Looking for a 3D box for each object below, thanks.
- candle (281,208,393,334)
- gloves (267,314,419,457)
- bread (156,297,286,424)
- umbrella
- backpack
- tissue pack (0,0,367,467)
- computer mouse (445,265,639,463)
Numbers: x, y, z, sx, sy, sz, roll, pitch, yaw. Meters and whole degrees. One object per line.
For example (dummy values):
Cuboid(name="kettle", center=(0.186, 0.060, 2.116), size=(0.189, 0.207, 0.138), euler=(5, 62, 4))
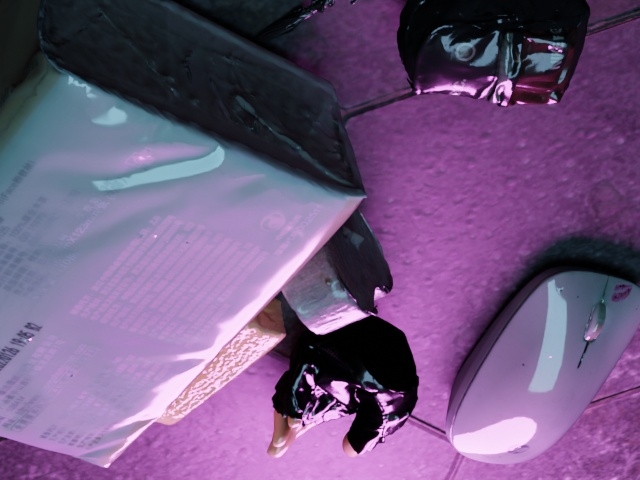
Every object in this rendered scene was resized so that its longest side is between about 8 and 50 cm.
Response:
Cuboid(name="candle", center=(0.000, 0.000, 1.533), size=(0.068, 0.192, 0.168), euler=(-28, 91, 15))
Cuboid(name="gloves", center=(0.011, 0.168, 1.725), size=(0.164, 0.124, 0.203), euler=(44, 137, -19))
Cuboid(name="bread", center=(-0.144, 0.108, 1.654), size=(0.125, 0.068, 0.188), euler=(30, 122, -37))
Cuboid(name="umbrella", center=(-0.018, -0.198, 1.411), size=(0.122, 0.022, 0.013), euler=(-21, 163, 22))
Cuboid(name="backpack", center=(0.153, -0.174, 1.413), size=(0.165, 0.106, 0.120), euler=(-10, 141, -9))
Cuboid(name="tissue pack", center=(-0.213, -0.016, 1.408), size=(0.332, 0.205, 0.405), euler=(24, 126, -33))
Cuboid(name="computer mouse", center=(0.249, 0.152, 1.782), size=(0.159, 0.097, 0.288), euler=(15, 130, -24))
